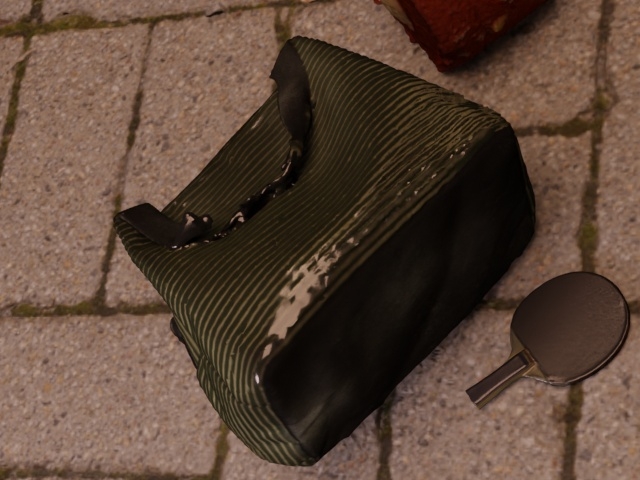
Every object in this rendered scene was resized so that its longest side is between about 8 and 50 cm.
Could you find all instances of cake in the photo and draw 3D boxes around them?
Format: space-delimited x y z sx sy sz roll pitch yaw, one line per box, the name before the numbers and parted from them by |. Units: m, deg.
cake | 0.087 -0.299 1.413 0.151 0.177 0.283 -38 58 8

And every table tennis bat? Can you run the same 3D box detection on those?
table tennis bat | 0.192 0.089 1.289 0.158 0.014 0.095 -38 58 6

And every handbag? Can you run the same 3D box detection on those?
handbag | 0.000 0.000 1.285 0.240 0.247 0.341 36 76 31
